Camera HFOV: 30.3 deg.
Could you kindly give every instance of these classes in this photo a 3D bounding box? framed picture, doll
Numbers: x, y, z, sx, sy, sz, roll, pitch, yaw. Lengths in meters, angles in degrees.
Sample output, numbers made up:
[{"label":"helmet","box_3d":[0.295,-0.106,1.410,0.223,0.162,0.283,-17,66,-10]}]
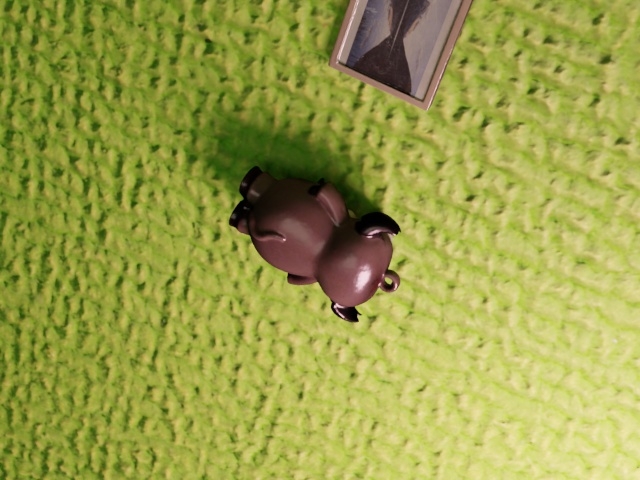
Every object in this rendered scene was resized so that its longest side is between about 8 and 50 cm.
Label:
[{"label":"framed picture","box_3d":[0.106,-0.282,1.505,0.150,0.015,0.203,26,123,8]},{"label":"doll","box_3d":[-0.002,0.000,1.641,0.257,0.117,0.182,25,125,8]}]
